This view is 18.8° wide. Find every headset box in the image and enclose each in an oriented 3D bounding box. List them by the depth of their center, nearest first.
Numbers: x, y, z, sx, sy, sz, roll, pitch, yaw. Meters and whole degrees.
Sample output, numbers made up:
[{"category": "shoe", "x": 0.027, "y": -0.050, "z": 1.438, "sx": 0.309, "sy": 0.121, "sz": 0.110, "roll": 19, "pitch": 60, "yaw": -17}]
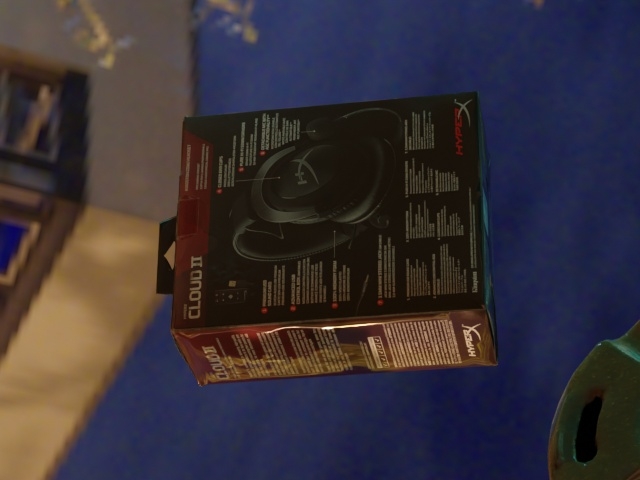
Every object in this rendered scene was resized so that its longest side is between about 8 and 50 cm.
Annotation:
[{"category": "headset box", "x": 0.000, "y": 0.000, "z": 0.474, "sx": 0.032, "sy": 0.083, "sz": 0.062, "roll": 70, "pitch": 17, "yaw": -57}]

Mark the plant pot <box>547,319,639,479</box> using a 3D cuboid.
[{"category": "plant pot", "x": 0.150, "y": 0.103, "z": 0.570, "sx": 0.167, "sy": 0.165, "sz": 0.167, "roll": -20, "pitch": -147, "yaw": 14}]
